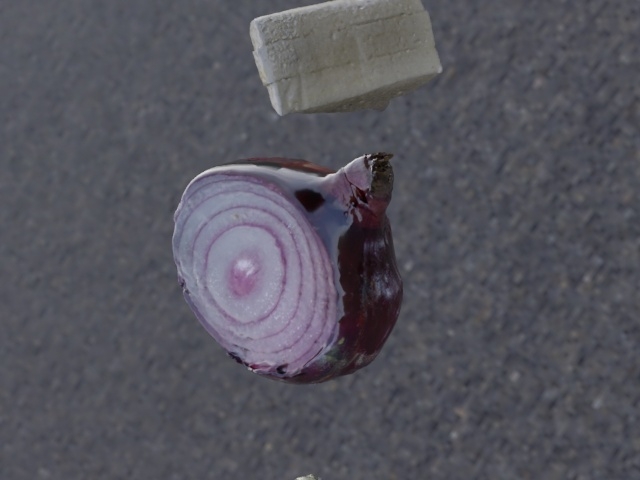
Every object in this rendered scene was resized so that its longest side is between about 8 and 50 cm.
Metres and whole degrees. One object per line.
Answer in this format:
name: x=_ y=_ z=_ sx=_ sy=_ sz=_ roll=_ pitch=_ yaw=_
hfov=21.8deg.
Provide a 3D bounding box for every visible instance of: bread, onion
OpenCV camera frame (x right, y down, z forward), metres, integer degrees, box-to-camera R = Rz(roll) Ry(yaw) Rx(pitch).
bread: x=0.002 y=-0.130 z=1.217 sx=0.105 sy=0.152 sz=0.077 roll=-20 pitch=85 yaw=61
onion: x=0.000 y=0.000 z=1.314 sx=0.218 sy=0.140 sz=0.195 roll=-48 pitch=64 yaw=31

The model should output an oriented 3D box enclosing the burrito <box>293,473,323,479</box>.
burrito: x=-0.013 y=0.237 z=1.221 sx=0.063 sy=0.058 sz=0.229 roll=-12 pitch=14 yaw=-1
